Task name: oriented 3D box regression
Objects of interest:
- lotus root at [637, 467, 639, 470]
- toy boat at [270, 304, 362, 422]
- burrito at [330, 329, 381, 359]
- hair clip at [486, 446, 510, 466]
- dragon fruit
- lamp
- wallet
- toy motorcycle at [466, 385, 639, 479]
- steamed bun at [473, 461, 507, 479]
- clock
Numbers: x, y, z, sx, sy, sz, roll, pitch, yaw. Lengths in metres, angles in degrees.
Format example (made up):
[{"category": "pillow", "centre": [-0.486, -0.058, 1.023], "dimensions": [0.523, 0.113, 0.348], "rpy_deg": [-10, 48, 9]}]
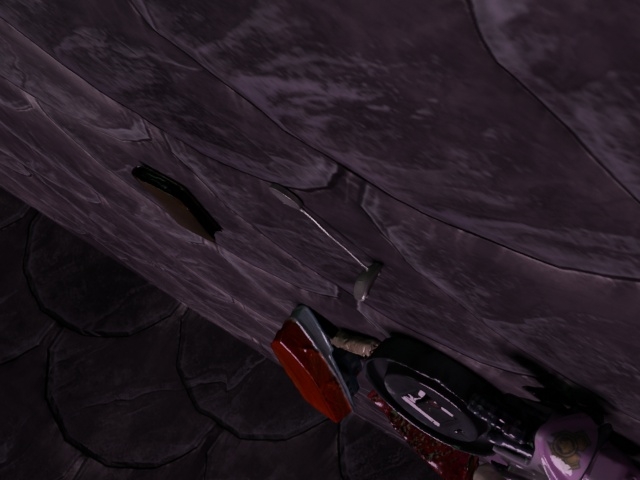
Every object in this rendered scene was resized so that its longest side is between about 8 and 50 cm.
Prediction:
[{"category": "lotus root", "centre": [0.419, 0.415, 1.735], "dimensions": [0.284, 0.160, 0.146], "rpy_deg": [8, 155, 48]}, {"category": "toy boat", "centre": [0.001, 0.243, 2.320], "dimensions": [0.145, 0.133, 0.332], "rpy_deg": [31, 159, 36]}, {"category": "burrito", "centre": [0.069, 0.201, 2.138], "dimensions": [0.045, 0.041, 0.185], "rpy_deg": [-8, -173, -26]}, {"category": "hair clip", "centre": [0.397, 0.454, 2.197], "dimensions": [0.358, 0.095, 0.110], "rpy_deg": [30, -169, 31]}, {"category": "dragon fruit", "centre": [0.240, 0.351, 2.122], "dimensions": [0.262, 0.134, 0.211], "rpy_deg": [45, -174, 23]}, {"category": "lamp", "centre": [0.000, 0.000, 1.449], "dimensions": [0.198, 0.056, 0.050], "rpy_deg": [41, 170, -19]}, {"category": "wallet", "centre": [-0.247, -0.062, 1.915], "dimensions": [0.110, 0.031, 0.198], "rpy_deg": [28, 167, 25]}, {"category": "toy motorcycle", "centre": [0.348, 0.298, 1.512], "dimensions": [0.327, 0.143, 0.188], "rpy_deg": [32, 171, -35]}, {"category": "steamed bun", "centre": [0.450, 0.600, 2.321], "dimensions": [0.280, 0.207, 0.268], "rpy_deg": [-125, 22, -58]}, {"category": "clock", "centre": [0.202, 0.271, 1.900], "dimensions": [0.280, 0.055, 0.280], "rpy_deg": [31, 158, 14]}]
